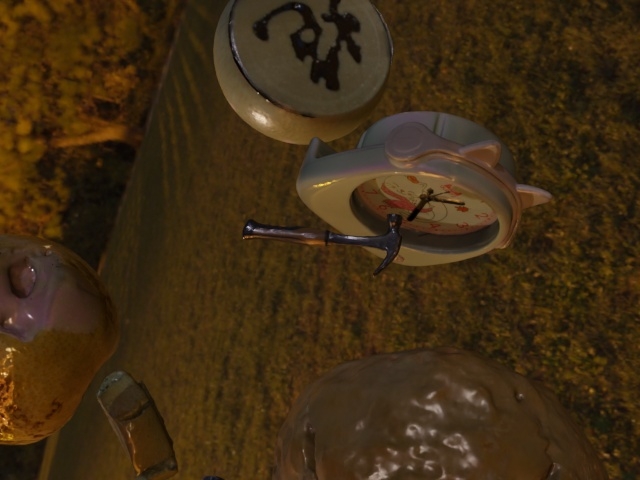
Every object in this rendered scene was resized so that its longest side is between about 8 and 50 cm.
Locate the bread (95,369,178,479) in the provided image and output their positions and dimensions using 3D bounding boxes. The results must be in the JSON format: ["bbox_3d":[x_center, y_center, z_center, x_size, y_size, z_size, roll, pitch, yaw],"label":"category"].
[{"bbox_3d":[-0.233,0.239,0.916,0.117,0.064,0.156,11,124,66],"label":"bread"}]

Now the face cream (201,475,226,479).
[{"bbox_3d":[-0.211,0.521,1.142,0.291,0.144,0.071,-77,-3,-45],"label":"face cream"}]

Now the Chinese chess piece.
[{"bbox_3d":[-0.032,-0.362,1.388,0.146,0.350,0.349,141,137,-68],"label":"Chinese chess piece"}]

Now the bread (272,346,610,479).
[{"bbox_3d":[0.076,0.192,0.491,0.134,0.245,0.244,-66,1,-60],"label":"bread"}]

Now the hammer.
[{"bbox_3d":[0.000,0.000,0.887,0.021,0.201,0.078,15,-101,-79],"label":"hammer"}]

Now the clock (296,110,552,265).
[{"bbox_3d":[0.151,-0.073,0.999,0.324,0.265,0.108,-12,52,45],"label":"clock"}]

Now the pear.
[{"bbox_3d":[-0.257,0.075,0.583,0.178,0.178,0.177,-167,90,-70],"label":"pear"}]
